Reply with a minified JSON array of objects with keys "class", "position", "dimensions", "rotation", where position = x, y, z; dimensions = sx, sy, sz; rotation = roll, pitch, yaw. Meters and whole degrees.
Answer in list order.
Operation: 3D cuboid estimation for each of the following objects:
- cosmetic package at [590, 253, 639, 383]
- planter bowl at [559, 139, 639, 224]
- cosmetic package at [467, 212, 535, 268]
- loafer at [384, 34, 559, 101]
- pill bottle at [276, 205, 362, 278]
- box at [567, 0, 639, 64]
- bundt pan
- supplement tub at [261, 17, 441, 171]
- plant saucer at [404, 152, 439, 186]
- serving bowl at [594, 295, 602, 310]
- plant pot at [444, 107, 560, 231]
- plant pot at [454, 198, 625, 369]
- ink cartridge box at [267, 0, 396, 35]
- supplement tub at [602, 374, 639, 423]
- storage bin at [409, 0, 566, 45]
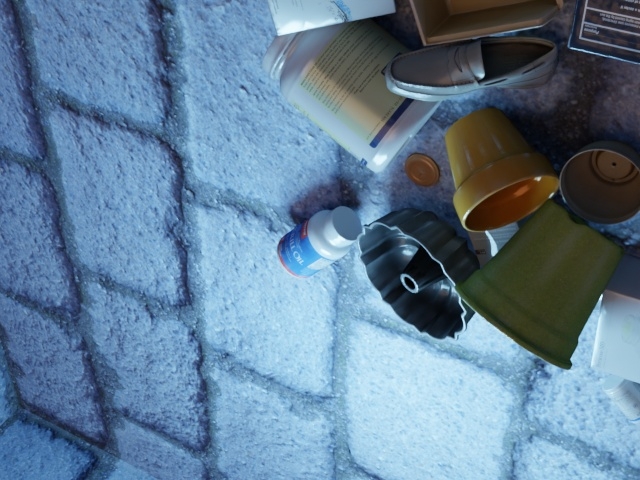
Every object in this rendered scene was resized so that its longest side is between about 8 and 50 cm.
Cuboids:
[{"class":"cosmetic package","position":[0.687,0.176,1.951],"dimensions":[0.224,0.138,0.224],"rotation":[18,133,26]},{"class":"planter bowl","position":[0.549,-0.125,1.823],"dimensions":[0.162,0.109,0.162],"rotation":[17,130,22]},{"class":"cosmetic package","position":[0.416,0.035,2.063],"dimensions":[0.127,0.107,0.238],"rotation":[-9,115,37]},{"class":"loafer","position":[0.278,-0.328,1.769],"dimensions":[0.319,0.112,0.111],"rotation":[-7,161,1]},{"class":"pill bottle","position":[0.000,0.000,2.328],"dimensions":[0.124,0.124,0.221],"rotation":[48,137,-7]},{"class":"box","position":[0.572,-0.430,1.494],"dimensions":[0.296,0.183,0.294],"rotation":[20,129,24]},{"class":"bundt pan","position":[0.240,0.063,2.161],"dimensions":[0.330,0.124,0.331],"rotation":[38,150,26]},{"class":"supplement tub","position":[0.067,-0.321,1.928],"dimensions":[0.325,0.235,0.235],"rotation":[40,138,2]},{"class":"plant saucer","position":[0.223,-0.154,2.116],"dimensions":[0.083,0.013,0.084],"rotation":[21,134,23]},{"class":"serving bowl","position":[0.580,0.110,2.056],"dimensions":[0.083,0.027,0.083],"rotation":[21,134,23]},{"class":"plant pot","position":[0.337,-0.149,1.888],"dimensions":[0.205,0.205,0.188],"rotation":[-50,54,48]},{"class":"plant pot","position":[0.447,0.069,1.876],"dimensions":[0.276,0.276,0.254],"rotation":[36,101,7]},{"class":"ink cartridge box","position":[0.010,-0.515,1.770],"dimensions":[0.232,0.171,0.168],"rotation":[-10,142,6]},{"class":"supplement tub","position":[0.690,0.349,2.140],"dimensions":[0.107,0.071,0.071],"rotation":[49,138,-6]},{"class":"storage bin","position":[0.281,-0.506,1.700],"dimensions":[0.260,0.123,0.262],"rotation":[-1,123,38]}]
